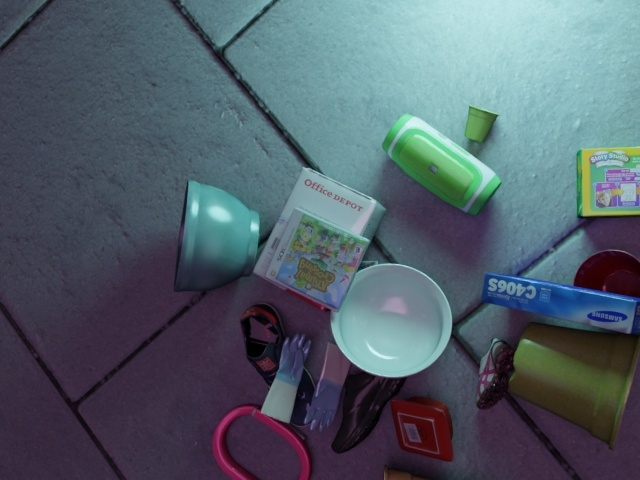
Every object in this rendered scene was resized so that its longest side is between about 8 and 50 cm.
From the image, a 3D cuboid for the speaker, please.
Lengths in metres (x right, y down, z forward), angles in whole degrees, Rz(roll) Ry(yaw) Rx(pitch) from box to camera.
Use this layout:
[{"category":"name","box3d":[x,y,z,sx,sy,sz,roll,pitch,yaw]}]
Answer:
[{"category":"speaker","box3d":[0.303,-0.191,1.805,0.296,0.131,0.131,38,97,12]}]

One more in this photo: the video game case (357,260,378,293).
[{"category":"video game case","box3d":[0.091,0.098,1.892,0.122,0.011,0.087,-1,88,13]}]

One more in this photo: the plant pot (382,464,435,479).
[{"category":"plant pot","box3d":[0.275,0.693,1.725,0.265,0.272,0.272,4,89,6]}]

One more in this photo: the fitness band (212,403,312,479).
[{"category":"fitness band","box3d":[-0.156,0.571,1.926,0.291,0.054,0.209,32,96,14]}]

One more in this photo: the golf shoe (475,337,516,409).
[{"category":"golf shoe","box3d":[0.431,0.335,1.795,0.067,0.086,0.186,11,109,-27]}]

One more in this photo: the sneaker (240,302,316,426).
[{"category":"sneaker","box3d":[-0.120,0.333,1.876,0.131,0.148,0.350,-30,82,11]}]

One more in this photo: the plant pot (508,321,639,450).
[{"category":"plant pot","box3d":[0.586,0.309,1.669,0.254,0.276,0.276,16,92,24]}]

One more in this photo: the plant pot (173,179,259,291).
[{"category":"plant pot","box3d":[-0.268,-0.002,1.877,0.196,0.293,0.293,7,90,-12]}]

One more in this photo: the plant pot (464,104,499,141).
[{"category":"plant pot","box3d":[0.401,-0.294,1.816,0.083,0.083,0.079,22,106,13]}]

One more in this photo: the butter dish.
[{"category":"butter dish","box3d":[0.273,0.451,1.799,0.160,0.118,0.160,2,115,37]}]

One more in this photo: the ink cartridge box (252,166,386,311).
[{"category":"ink cartridge box","box3d":[0.000,0.000,1.848,0.226,0.131,0.306,28,92,19]}]

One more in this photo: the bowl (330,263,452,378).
[{"category":"bowl","box3d":[0.173,0.219,1.792,0.298,0.134,0.298,-1,61,3]}]

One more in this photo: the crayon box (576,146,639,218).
[{"category":"crayon box","box3d":[0.763,-0.139,1.716,0.278,0.081,0.165,0,88,14]}]

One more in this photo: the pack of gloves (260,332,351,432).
[{"category":"pack of gloves","box3d":[-0.037,0.366,1.851,0.195,0.046,0.232,25,70,-16]}]

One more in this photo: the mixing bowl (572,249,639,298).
[{"category":"mixing bowl","box3d":[0.703,0.116,1.699,0.181,0.098,0.181,-5,82,38]}]

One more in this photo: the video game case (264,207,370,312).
[{"category":"video game case","box3d":[-0.010,0.046,1.767,0.212,0.023,0.193,25,93,18]}]

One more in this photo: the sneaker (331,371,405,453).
[{"category":"sneaker","box3d":[0.105,0.417,1.853,0.130,0.109,0.286,34,87,19]}]

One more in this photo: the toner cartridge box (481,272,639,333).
[{"category":"toner cartridge box","box3d":[0.563,0.140,1.643,0.348,0.165,0.075,10,93,40]}]
